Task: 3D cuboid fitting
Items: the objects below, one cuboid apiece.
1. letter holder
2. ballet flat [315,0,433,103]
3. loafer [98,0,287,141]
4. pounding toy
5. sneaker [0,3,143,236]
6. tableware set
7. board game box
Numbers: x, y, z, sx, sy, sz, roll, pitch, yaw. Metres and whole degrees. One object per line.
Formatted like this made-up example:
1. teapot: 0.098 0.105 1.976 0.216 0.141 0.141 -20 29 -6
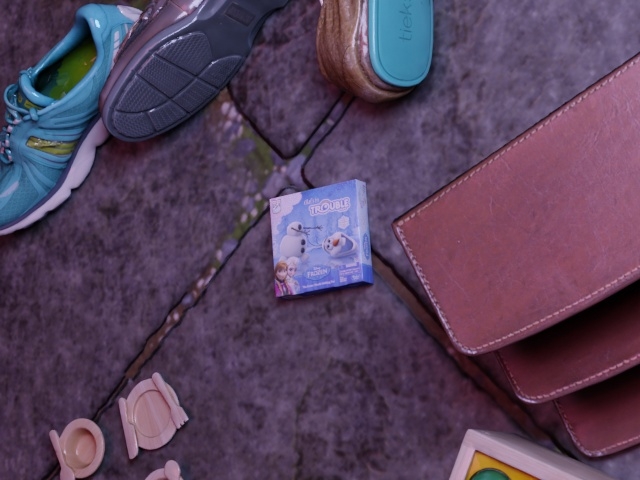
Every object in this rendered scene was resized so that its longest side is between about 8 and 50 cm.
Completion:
1. letter holder: 0.243 0.006 1.058 0.302 0.152 0.214 -35 67 23
2. ballet flat: 0.049 -0.284 1.273 0.124 0.116 0.342 3 87 52
3. loafer: -0.107 -0.206 1.365 0.267 0.096 0.084 -46 47 9
4. pounding toy: 0.176 0.260 1.088 0.206 0.094 0.181 22 93 34
5. sneaker: -0.265 -0.121 1.430 0.275 0.110 0.107 -49 60 17
6. tableware set: -0.180 0.211 1.371 0.169 0.020 0.141 -29 67 25
7. board game box: 0.000 0.000 1.291 0.090 0.020 0.090 -12 74 31
